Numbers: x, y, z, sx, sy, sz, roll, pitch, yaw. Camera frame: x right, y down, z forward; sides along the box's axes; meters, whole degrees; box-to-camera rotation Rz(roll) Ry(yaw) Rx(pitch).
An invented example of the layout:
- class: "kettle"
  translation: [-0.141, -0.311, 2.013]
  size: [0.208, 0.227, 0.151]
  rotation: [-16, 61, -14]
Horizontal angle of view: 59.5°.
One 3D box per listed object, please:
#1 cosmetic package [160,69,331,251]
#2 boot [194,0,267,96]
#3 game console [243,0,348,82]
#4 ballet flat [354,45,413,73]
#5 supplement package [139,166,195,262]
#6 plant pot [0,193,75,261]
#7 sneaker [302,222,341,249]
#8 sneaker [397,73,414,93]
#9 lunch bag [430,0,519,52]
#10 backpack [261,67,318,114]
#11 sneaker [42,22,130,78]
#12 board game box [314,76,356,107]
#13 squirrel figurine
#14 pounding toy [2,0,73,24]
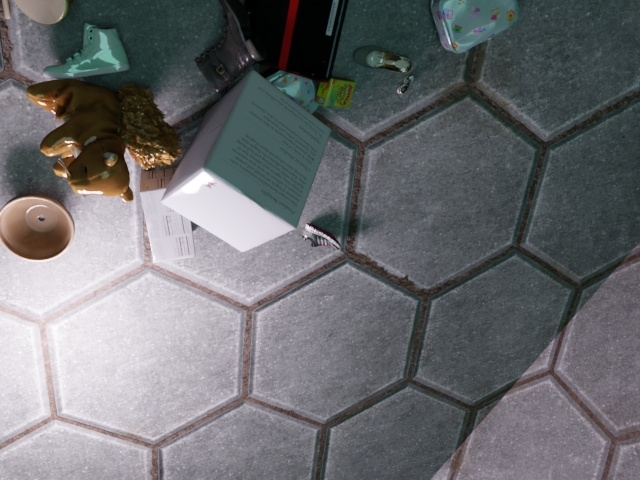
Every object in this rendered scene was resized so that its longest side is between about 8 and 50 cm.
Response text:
- class: "cosmetic package"
  translation: [-0.229, -0.236, 1.758]
  size: [0.329, 0.327, 0.394]
  rotation: [34, 58, -26]
- class: "boot"
  translation: [-0.311, -0.614, 1.758]
  size: [0.229, 0.091, 0.263]
  rotation: [-24, 97, 29]
- class: "game console"
  translation: [-0.080, -0.713, 1.709]
  size: [0.342, 0.060, 0.386]
  rotation: [20, 114, 15]
- class: "ballet flat"
  translation: [0.223, -0.623, 1.931]
  size: [0.213, 0.068, 0.072]
  rotation: [5, 114, -17]
- class: "supplement package"
  translation: [-0.523, -0.091, 1.919]
  size: [0.145, 0.204, 0.262]
  rotation: [-8, 117, -13]
- class: "plant pot"
  translation: [-0.948, -0.056, 1.879]
  size: [0.237, 0.110, 0.237]
  rotation: [-6, 117, -13]
- class: "sneaker"
  translation: [0.000, 0.000, 2.184]
  size: [0.170, 0.063, 0.075]
  rotation: [29, 105, -20]
- class: "sneaker"
  translation: [0.311, -0.558, 2.004]
  size: [0.032, 0.037, 0.083]
  rotation: [31, 103, -24]
- class: "lunch bag"
  translation: [0.526, -0.793, 1.904]
  size: [0.279, 0.108, 0.224]
  rotation: [-29, 116, 0]
- class: "backpack"
  translation: [-0.092, -0.494, 1.873]
  size: [0.166, 0.144, 0.188]
  rotation: [-32, 125, -4]
- class: "sneaker"
  translation: [-0.724, -0.575, 1.698]
  size: [0.256, 0.094, 0.151]
  rotation: [-11, 110, -6]
- class: "board game box"
  translation: [0.053, -0.503, 1.893]
  size: [0.043, 0.181, 0.092]
  rotation: [27, 113, 22]
- class: "squirrel figurine"
  translation: [-0.621, -0.298, 1.680]
  size: [0.397, 0.370, 0.281]
  rotation: [-20, 141, -21]
- class: "pounding toy"
  translation: [-0.804, -0.730, 1.606]
  size: [0.237, 0.110, 0.183]
  rotation: [9, 129, 13]
